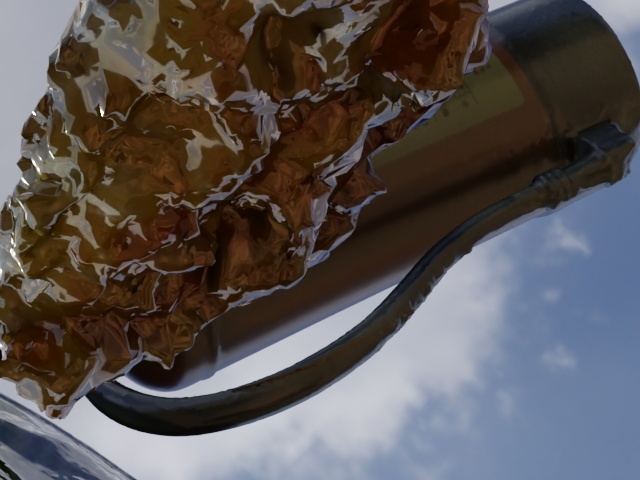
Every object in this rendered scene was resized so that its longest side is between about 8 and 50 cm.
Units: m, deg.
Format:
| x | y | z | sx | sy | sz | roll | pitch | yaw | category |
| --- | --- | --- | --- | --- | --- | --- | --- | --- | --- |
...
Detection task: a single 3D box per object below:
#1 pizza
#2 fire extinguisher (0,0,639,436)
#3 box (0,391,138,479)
| x | y | z | sx | sy | sz | roll | pitch | yaw | category |
| --- | --- | --- | --- | --- | --- | --- | --- | --- | --- |
| -0.005 | -0.051 | 0.491 | 0.086 | 0.335 | 0.226 | 31 | -94 | 0 | pizza |
| -0.004 | -0.010 | 0.947 | 0.376 | 0.200 | 0.113 | -24 | -78 | -19 | fire extinguisher |
| -0.181 | 0.190 | 0.908 | 0.291 | 0.262 | 0.206 | 34 | -91 | -12 | box |
